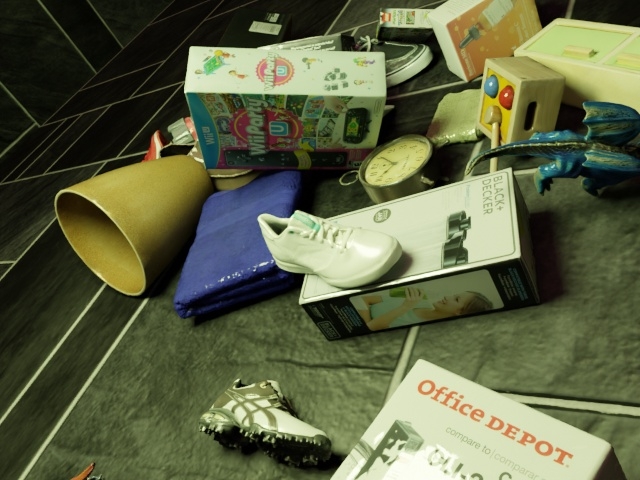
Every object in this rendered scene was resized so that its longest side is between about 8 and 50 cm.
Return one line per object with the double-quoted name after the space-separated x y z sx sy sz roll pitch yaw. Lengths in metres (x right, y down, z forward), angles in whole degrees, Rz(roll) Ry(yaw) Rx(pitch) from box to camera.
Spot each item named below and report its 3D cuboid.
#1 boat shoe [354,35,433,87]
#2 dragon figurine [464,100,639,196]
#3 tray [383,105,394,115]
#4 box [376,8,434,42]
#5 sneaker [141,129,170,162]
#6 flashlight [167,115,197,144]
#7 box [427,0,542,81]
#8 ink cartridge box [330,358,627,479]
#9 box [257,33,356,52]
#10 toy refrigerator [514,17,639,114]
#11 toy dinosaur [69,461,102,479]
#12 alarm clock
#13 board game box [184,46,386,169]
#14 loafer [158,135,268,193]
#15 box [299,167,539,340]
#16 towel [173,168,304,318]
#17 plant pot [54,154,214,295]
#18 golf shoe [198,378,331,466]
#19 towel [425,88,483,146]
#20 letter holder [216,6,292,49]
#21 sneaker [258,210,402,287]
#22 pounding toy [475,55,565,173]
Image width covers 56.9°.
0.099 -0.400 1.309 0.301 0.102 0.108 2 48 41 "boat shoe"
0.323 -0.107 0.692 0.144 0.289 0.085 148 127 -70 "dragon figurine"
0.003 -0.241 1.188 0.270 0.030 0.145 0 16 23 "tray"
0.178 -0.452 1.252 0.114 0.036 0.207 2 11 2 "box"
-0.446 -0.200 1.525 0.128 0.087 0.221 -30 33 3 "sneaker"
-0.208 -0.301 1.408 0.304 0.103 0.103 -30 62 1 "flashlight"
0.314 -0.409 1.124 0.170 0.130 0.091 -31 34 5 "box"
0.101 0.261 0.495 0.197 0.114 0.273 16 57 49 "ink cartridge box"
-0.013 -0.327 1.174 0.163 0.142 0.247 -5 16 11 "box"
0.426 -0.260 0.884 0.102 0.094 0.269 -37 35 -6 "toy refrigerator"
-0.344 0.336 0.809 0.082 0.090 0.047 -3 16 -11 "toy dinosaur"
0.116 -0.111 0.980 0.192 0.064 0.129 -2 46 34 "alarm clock"
-0.055 -0.212 0.993 0.303 0.224 0.098 1 65 -2 "board game box"
-0.223 -0.167 1.261 0.365 0.130 0.134 -7 43 34 "loafer"
0.128 0.021 0.788 0.289 0.087 0.169 -14 39 26 "box"
-0.130 -0.005 1.048 0.227 0.076 0.308 -23 34 21 "towel"
-0.341 -0.061 1.172 0.237 0.237 0.254 2 36 41 "plant pot"
-0.062 0.211 0.721 0.198 0.077 0.094 0 46 38 "golf shoe"
0.246 -0.219 1.038 0.110 0.027 0.148 -4 44 37 "towel"
-0.177 -0.453 1.582 0.152 0.214 0.302 8 44 2 "letter holder"
0.000 0.000 0.757 0.212 0.094 0.080 3 47 40 "sneaker"
0.285 -0.187 0.889 0.100 0.141 0.130 -7 33 -11 "pounding toy"
